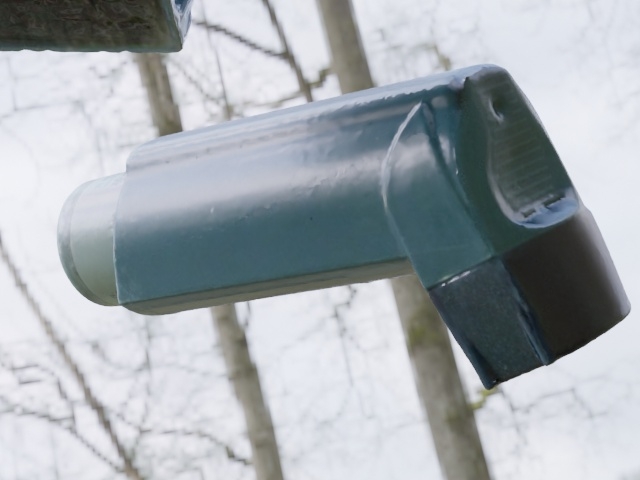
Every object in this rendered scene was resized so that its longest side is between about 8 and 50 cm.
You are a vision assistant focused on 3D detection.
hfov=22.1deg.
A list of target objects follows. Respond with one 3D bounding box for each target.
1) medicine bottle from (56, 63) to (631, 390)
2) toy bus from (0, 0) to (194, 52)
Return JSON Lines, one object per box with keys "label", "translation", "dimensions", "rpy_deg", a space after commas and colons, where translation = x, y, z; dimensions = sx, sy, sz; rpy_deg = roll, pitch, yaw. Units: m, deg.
{"label": "medicine bottle", "translation": [0.000, 0.000, 0.705], "dimensions": [0.258, 0.124, 0.079], "rpy_deg": [-7, 13, 36]}
{"label": "toy bus", "translation": [-0.108, -0.207, 0.552], "dimensions": [0.106, 0.131, 0.297], "rpy_deg": [2, -40, 14]}
